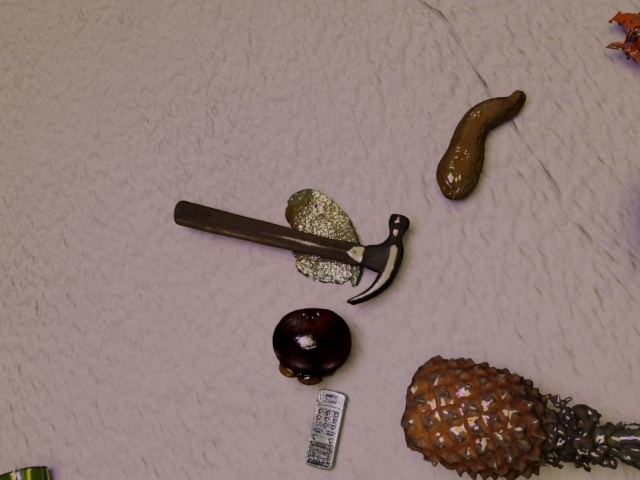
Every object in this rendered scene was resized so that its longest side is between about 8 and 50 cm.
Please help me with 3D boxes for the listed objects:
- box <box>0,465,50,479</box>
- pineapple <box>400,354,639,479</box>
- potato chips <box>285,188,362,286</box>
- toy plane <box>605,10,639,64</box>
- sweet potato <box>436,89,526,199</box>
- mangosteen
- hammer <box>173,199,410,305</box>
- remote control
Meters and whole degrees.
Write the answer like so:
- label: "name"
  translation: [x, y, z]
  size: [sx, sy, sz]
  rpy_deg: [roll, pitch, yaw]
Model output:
- label: "box"
  translation: [-0.512, 0.576, 1.076]
  size: [0.134, 0.097, 0.346]
  rpy_deg: [-21, 68, 10]
- label: "pineapple"
  translation: [0.298, 0.265, 0.882]
  size: [0.360, 0.175, 0.175]
  rpy_deg: [8, 76, 20]
- label: "potato chips"
  translation: [0.000, 0.000, 1.138]
  size: [0.209, 0.026, 0.142]
  rpy_deg: [36, 87, 23]
- label: "toy plane"
  translation: [0.568, -0.365, 1.060]
  size: [0.188, 0.062, 0.135]
  rpy_deg: [-43, 65, -14]
- label: "sweet potato"
  translation: [0.265, -0.170, 1.090]
  size: [0.081, 0.062, 0.233]
  rpy_deg: [31, 81, 8]
- label: "mangosteen"
  translation: [-0.015, 0.179, 1.043]
  size: [0.139, 0.140, 0.140]
  rpy_deg: [-5, 72, 16]
- label: "hammer"
  translation: [-0.068, -0.008, 1.128]
  size: [0.439, 0.044, 0.169]
  rpy_deg: [14, 80, 21]
- label: "remote control"
  translation: [0.009, 0.308, 1.039]
  size: [0.053, 0.018, 0.125]
  rpy_deg: [9, 76, 21]
